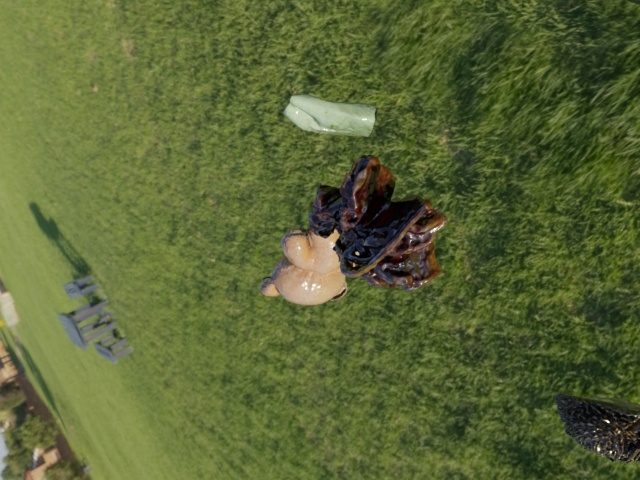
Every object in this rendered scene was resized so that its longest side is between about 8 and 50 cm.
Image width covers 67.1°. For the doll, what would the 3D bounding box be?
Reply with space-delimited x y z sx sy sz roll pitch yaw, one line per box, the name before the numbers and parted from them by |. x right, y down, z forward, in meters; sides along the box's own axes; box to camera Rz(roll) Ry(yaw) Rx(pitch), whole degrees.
doll | 0.000 0.000 1.005 0.303 0.201 0.156 -65 31 32

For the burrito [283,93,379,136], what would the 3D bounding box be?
burrito | 0.012 -0.154 0.599 0.074 0.118 0.044 -159 73 -78

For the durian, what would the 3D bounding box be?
durian | 0.429 0.274 0.695 0.188 0.148 0.091 105 177 -71

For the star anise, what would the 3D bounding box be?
star anise | 0.063 -0.009 0.646 0.190 0.126 0.220 40 163 35

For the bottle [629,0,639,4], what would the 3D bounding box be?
bottle | 0.380 -0.349 0.413 0.144 0.336 0.144 43 163 17
